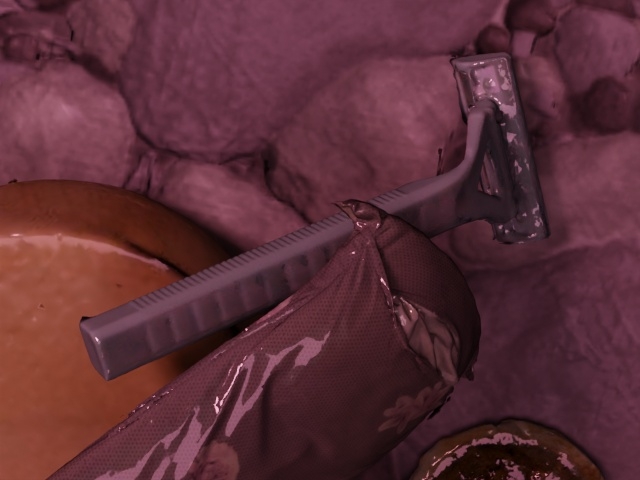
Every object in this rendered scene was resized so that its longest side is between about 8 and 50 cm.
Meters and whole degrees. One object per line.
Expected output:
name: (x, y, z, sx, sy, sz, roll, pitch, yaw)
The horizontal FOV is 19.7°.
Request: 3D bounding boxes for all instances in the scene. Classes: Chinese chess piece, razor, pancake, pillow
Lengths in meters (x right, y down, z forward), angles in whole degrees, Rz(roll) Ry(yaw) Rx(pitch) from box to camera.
Chinese chess piece: (-0.146, 0.087, 1.026, 0.250, 0.097, 0.251, -1, 111, -2)
razor: (0.005, 0.003, 0.955, 0.278, 0.056, 0.111, -27, 114, -26)
pancake: (0.107, 0.163, 1.103, 0.129, 0.022, 0.116, -33, 109, 6)
pillow: (-0.022, 0.101, 0.938, 0.255, 0.059, 0.169, -39, 139, -4)
